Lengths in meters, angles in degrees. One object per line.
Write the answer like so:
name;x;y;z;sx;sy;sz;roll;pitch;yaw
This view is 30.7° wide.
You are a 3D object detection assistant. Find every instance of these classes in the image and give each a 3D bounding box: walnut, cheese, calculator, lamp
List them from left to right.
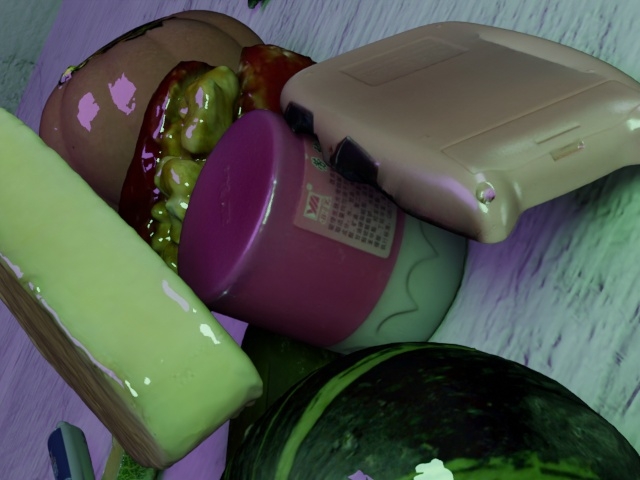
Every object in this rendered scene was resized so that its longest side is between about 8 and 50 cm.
cheese;-0.193;0.088;1.069;0.104;0.384;0.384;-39;21;-17
lamp;-0.181;-0.135;1.389;0.305;0.240;0.305;-28;14;7
walnut;-0.098;-0.061;1.154;0.221;0.244;0.269;5;93;24
calculator;0.099;-0.103;0.872;0.329;0.220;0.048;38;148;55

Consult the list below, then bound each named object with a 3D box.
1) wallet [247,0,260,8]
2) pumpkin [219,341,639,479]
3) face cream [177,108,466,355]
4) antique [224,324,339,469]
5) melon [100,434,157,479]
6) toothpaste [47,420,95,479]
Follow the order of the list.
wallet;-0.041;-0.439;1.547;0.236;0.055;0.160;-46;28;41
pumpkin;0.057;0.222;0.678;0.323;0.241;0.323;-43;38;47
face cream;0.000;0.000;0.994;0.175;0.194;0.175;-42;38;45
antique;-0.035;0.158;1.077;0.081;0.080;0.221;-42;38;46
melon;-0.230;0.259;1.402;0.118;0.064;0.210;18;90;63
toothpaste;-0.292;0.292;1.399;0.069;0.047;0.268;-59;28;10
